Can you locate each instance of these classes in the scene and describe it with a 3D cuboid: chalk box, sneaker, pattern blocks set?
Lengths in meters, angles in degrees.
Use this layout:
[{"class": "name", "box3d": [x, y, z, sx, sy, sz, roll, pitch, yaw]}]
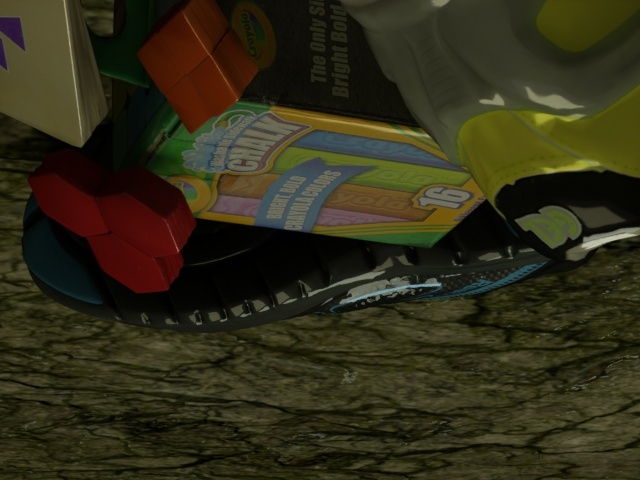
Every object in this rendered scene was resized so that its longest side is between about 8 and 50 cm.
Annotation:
[{"class": "chalk box", "box3d": [-0.023, -0.089, 0.902, 0.213, 0.132, 0.132, 8, 156, -19]}, {"class": "sneaker", "box3d": [0.000, 0.000, 1.134, 0.340, 0.125, 0.139, -3, 163, 12]}, {"class": "pattern blocks set", "box3d": [-0.153, -0.117, 0.793, 0.285, 0.026, 0.325, 29, 150, 7]}, {"class": "sneaker", "box3d": [0.148, -0.098, 0.717, 0.384, 0.147, 0.145, -22, 180, -42]}]
